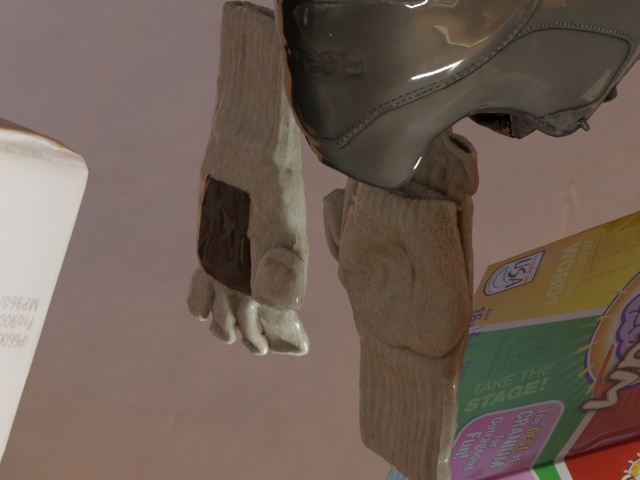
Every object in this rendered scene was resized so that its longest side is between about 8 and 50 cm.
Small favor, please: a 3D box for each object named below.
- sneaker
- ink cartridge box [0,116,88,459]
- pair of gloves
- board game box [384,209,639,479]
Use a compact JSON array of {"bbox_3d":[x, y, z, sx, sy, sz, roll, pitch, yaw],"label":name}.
[{"bbox_3d":[0.093,-0.108,0.673,0.286,0.130,0.109,-21,-145,-29],"label":"sneaker"},{"bbox_3d":[-0.280,0.097,0.753,0.308,0.091,0.385,21,-86,33],"label":"ink cartridge box"},{"bbox_3d":[0.000,0.000,0.976,0.042,0.204,0.240,-14,-146,-32],"label":"pair of gloves"},{"bbox_3d":[0.203,0.064,1.076,0.316,0.064,0.242,-22,-155,38],"label":"board game box"}]
